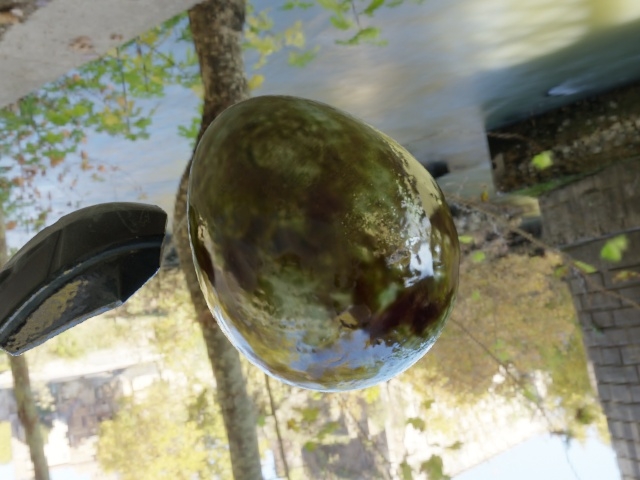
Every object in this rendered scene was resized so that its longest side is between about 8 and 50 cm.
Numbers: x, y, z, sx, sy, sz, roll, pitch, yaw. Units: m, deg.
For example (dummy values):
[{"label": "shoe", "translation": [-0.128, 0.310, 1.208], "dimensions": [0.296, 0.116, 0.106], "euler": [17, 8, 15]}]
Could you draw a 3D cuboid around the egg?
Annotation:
[{"label": "egg", "translation": [0.000, 0.000, 0.676], "dimensions": [0.238, 0.289, 0.238], "euler": [-24, -158, 10]}]

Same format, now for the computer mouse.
[{"label": "computer mouse", "translation": [-0.256, 0.024, 0.727], "dimensions": [0.231, 0.126, 0.071], "euler": [-27, 128, 1]}]
